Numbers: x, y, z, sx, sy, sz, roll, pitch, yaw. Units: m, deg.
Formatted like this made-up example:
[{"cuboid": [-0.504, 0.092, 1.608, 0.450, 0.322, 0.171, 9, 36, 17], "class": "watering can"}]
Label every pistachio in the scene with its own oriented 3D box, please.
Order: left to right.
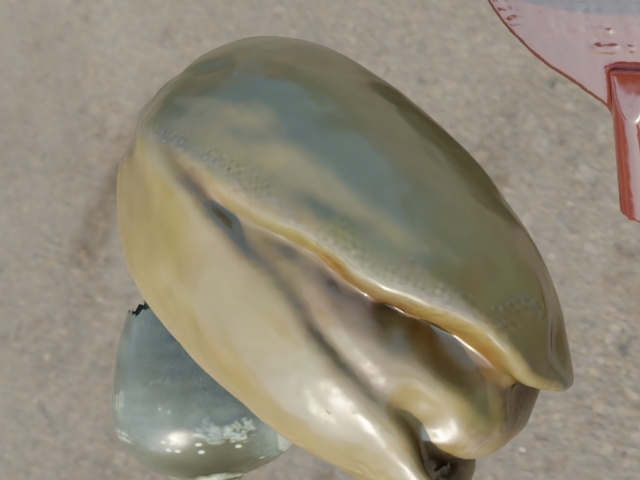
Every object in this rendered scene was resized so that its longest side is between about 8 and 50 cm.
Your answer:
[{"cuboid": [0.000, 0.000, 0.746, 0.293, 0.181, 0.162, 41, 100, 42], "class": "pistachio"}]

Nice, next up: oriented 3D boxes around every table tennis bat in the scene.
[{"cuboid": [0.180, -0.149, 0.906, 0.200, 0.310, 0.038, 6, 36, 30], "class": "table tennis bat"}]

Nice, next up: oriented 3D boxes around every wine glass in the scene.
[{"cuboid": [-0.122, 0.223, 1.768, 0.238, 0.238, 0.322, -3, 90, 48], "class": "wine glass"}]
